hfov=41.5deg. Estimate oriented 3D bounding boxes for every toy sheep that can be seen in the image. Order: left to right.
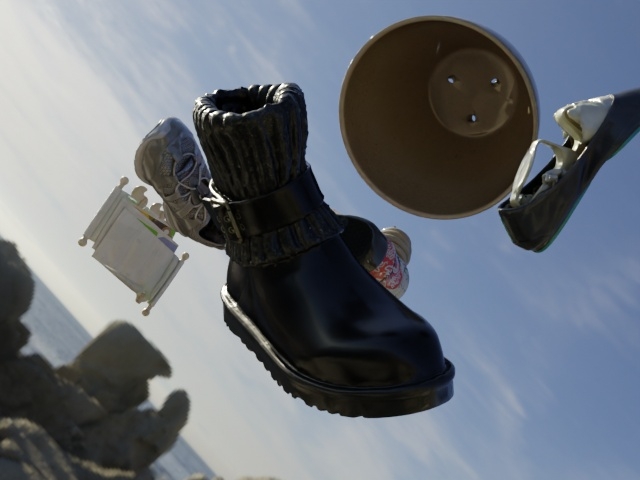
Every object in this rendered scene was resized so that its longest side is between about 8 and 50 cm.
[{"bbox_3d":[0.116,0.025,1.491,0.091,0.132,0.091,13,-44,12],"label":"toy sheep"}]

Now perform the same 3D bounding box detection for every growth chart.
[{"bbox_3d":[-0.339,0.009,1.576,0.021,0.172,0.237,15,-30,44],"label":"growth chart"}]

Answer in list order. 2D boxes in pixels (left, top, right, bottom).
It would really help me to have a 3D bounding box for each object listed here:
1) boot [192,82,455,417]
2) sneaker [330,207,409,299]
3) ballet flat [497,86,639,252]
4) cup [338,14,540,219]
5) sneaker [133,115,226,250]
[{"bbox_3d":[-0.012,-0.006,0.791,0.348,0.131,0.260,24,-57,50],"label":"boot"},{"bbox_3d":[0.000,0.001,1.139,0.270,0.090,0.145,26,-14,39],"label":"sneaker"},{"bbox_3d":[0.235,-0.082,0.784,0.074,0.203,0.074,39,-5,4],"label":"ballet flat"},{"bbox_3d":[0.230,-0.228,1.436,0.331,0.237,0.331,11,-65,24],"label":"cup"},{"bbox_3d":[-0.189,-0.082,1.275,0.115,0.105,0.281,32,-18,22],"label":"sneaker"}]
